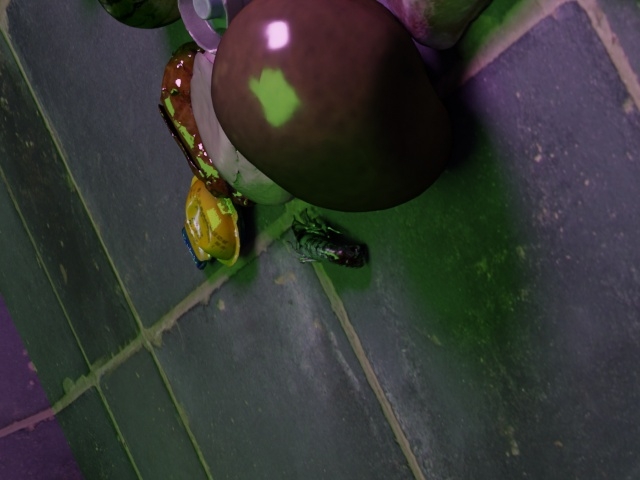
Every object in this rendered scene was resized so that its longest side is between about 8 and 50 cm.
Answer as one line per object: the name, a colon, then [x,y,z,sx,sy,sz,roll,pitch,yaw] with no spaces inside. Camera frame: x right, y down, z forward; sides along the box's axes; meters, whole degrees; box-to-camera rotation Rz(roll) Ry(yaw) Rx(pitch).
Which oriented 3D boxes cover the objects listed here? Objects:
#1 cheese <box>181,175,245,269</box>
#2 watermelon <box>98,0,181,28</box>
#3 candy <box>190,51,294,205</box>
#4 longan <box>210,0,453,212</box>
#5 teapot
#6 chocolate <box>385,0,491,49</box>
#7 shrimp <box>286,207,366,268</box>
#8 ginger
cheese: [-0.202,-0.026,2.394,0.177,0.069,0.270,63,152,10]
watermelon: [-0.287,-0.437,2.160,0.214,0.188,0.188,-12,98,52]
candy: [-0.083,-0.186,2.004,0.295,0.185,0.295,160,90,-75]
longan: [0.018,-0.176,1.735,0.350,0.288,0.288,44,162,-31]
teapot: [-0.077,-0.367,1.837,0.171,0.225,0.203,18,123,51]
chocolate: [0.144,-0.370,1.625,0.185,0.100,0.303,56,150,14]
shrimp: [-0.003,0.000,2.102,0.174,0.076,0.082,21,103,51]
ginger: [-0.188,-0.184,2.248,0.133,0.107,0.309,-30,81,35]
